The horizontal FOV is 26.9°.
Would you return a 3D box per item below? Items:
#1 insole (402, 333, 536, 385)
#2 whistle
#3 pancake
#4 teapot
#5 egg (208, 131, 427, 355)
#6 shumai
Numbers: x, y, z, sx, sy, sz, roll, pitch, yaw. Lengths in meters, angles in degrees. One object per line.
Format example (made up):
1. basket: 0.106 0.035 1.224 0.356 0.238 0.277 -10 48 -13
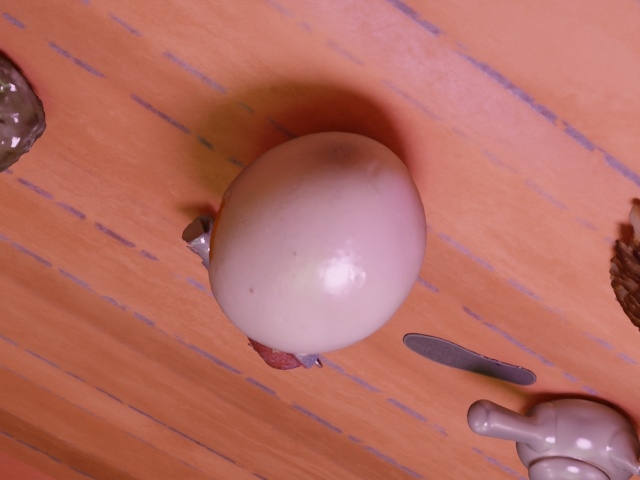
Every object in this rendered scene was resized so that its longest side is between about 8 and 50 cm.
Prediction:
1. insole: 0.245 0.200 2.215 0.232 0.003 0.080 18 147 -1
2. whistle: -0.094 0.094 2.110 0.133 0.142 0.346 -23 127 28
3. pancake: 0.483 0.084 1.816 0.212 0.056 0.257 44 165 28
4. teapot: 0.376 0.337 2.222 0.318 0.149 0.220 19 146 -3
5. egg: 0.000 0.000 1.787 0.283 0.283 0.345 24 144 -9
6. shumai: -0.584 -0.130 1.861 0.330 0.288 0.292 -13 137 36
